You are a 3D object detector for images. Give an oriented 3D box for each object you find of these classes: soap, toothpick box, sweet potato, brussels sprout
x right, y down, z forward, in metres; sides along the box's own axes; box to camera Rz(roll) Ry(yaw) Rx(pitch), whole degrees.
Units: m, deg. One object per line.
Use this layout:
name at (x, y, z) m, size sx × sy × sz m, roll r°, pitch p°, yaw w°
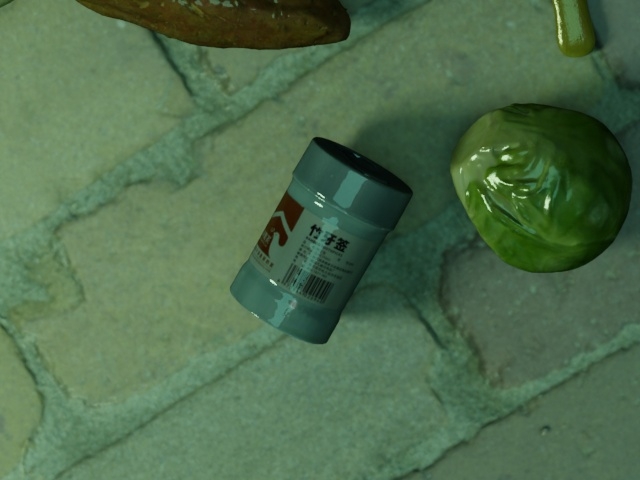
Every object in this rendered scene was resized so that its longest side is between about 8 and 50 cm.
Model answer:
soap at (0.215, -0.201, 1.532) m, size 0.034 × 0.012 × 0.089 m, roll -12°, pitch 99°, yaw 6°
toothpick box at (0.000, 0.000, 1.537) m, size 0.101 × 0.101 × 0.153 m, roll 29°, pitch 101°, yaw -2°
sweet potato at (-0.095, -0.215, 1.511) m, size 0.252 × 0.097 × 0.097 m, roll 12°, pitch 101°, yaw -3°
brussels sprout at (0.189, -0.047, 1.510) m, size 0.155 × 0.117 × 0.155 m, roll -1°, pitch 109°, yaw -2°

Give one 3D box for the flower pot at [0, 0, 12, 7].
flower pot at (-0.306, -0.324, 1.402) m, size 0.307 × 0.307 × 0.244 m, roll -30°, pitch 124°, yaw 8°
